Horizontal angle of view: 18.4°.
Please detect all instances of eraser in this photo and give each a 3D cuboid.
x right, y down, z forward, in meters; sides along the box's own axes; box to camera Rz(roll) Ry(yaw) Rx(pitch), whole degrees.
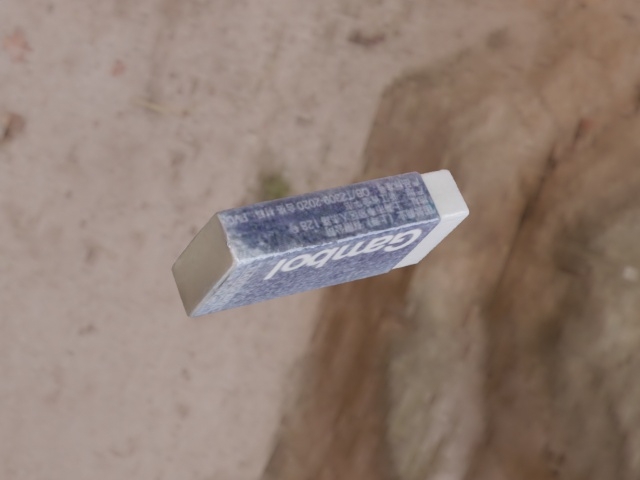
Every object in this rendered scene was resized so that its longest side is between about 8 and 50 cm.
[{"bbox_3d":[0.000,0.000,1.459,0.212,0.046,0.092,-12,159,-34],"label":"eraser"}]
